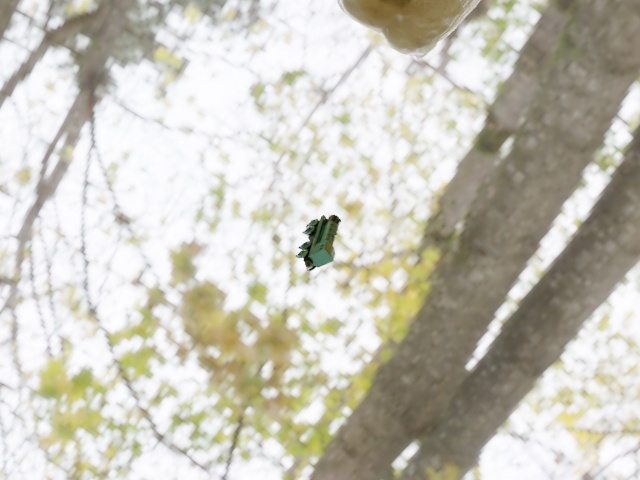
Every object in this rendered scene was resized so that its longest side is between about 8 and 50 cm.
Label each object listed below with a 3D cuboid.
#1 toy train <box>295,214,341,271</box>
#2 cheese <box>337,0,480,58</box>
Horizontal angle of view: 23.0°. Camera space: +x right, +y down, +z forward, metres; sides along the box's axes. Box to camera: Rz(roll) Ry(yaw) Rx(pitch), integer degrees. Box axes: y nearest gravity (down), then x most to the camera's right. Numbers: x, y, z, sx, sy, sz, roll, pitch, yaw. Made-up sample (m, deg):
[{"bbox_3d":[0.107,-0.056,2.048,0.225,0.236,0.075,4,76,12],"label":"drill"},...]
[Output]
[{"bbox_3d":[0.000,0.000,1.805,0.029,0.045,0.092,55,-152,-24],"label":"toy train"},{"bbox_3d":[0.151,-0.372,1.854,0.174,0.251,0.248,35,-150,-10],"label":"cheese"}]
